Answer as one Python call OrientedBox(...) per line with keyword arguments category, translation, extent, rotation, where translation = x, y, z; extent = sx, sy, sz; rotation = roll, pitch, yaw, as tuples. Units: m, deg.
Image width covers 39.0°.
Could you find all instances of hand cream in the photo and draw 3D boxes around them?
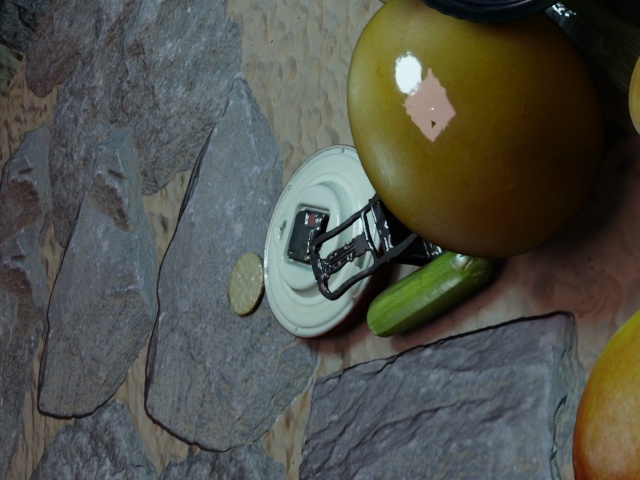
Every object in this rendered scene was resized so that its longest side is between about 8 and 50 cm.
OrientedBox(category="hand cream", translation=(0.347, -0.229, 1.068), extent=(0.235, 0.055, 0.086), rotation=(53, 124, 39))

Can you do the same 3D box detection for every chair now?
OrientedBox(category="chair", translation=(0.100, -0.002, 1.263), extent=(0.229, 0.113, 0.106), rotation=(-39, 55, 41))

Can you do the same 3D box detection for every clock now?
OrientedBox(category="clock", translation=(0.000, 0.000, 1.440), extent=(0.318, 0.080, 0.318), rotation=(-21, 63, 49))

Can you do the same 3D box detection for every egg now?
OrientedBox(category="egg", translation=(0.176, -0.146, 1.061), extent=(0.282, 0.283, 0.351), rotation=(-48, 56, 34))

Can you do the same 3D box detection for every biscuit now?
OrientedBox(category="biscuit", translation=(-0.136, 0.079, 1.657), extent=(0.120, 0.015, 0.120), rotation=(-23, 60, 49))

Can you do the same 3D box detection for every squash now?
OrientedBox(category="squash", translation=(0.145, 0.070, 1.226), extent=(0.239, 0.069, 0.069), rotation=(-36, 51, 42))

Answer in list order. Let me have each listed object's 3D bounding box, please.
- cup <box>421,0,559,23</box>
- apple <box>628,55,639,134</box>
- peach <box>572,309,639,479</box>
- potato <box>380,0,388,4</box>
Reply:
OrientedBox(category="cup", translation=(0.157, -0.402, 0.946), extent=(0.242, 0.308, 0.292), rotation=(106, 179, -45))
OrientedBox(category="apple", translation=(0.392, -0.160, 0.872), extent=(0.199, 0.199, 0.199), rotation=(-22, 61, 49))
OrientedBox(category="peach", translation=(0.351, 0.163, 0.718), extent=(0.332, 0.308, 0.307), rotation=(-34, 53, 49))
OrientedBox(category="potato", translation=(0.169, -0.395, 1.188), extent=(0.189, 0.265, 0.211), rotation=(-50, 37, 47))
